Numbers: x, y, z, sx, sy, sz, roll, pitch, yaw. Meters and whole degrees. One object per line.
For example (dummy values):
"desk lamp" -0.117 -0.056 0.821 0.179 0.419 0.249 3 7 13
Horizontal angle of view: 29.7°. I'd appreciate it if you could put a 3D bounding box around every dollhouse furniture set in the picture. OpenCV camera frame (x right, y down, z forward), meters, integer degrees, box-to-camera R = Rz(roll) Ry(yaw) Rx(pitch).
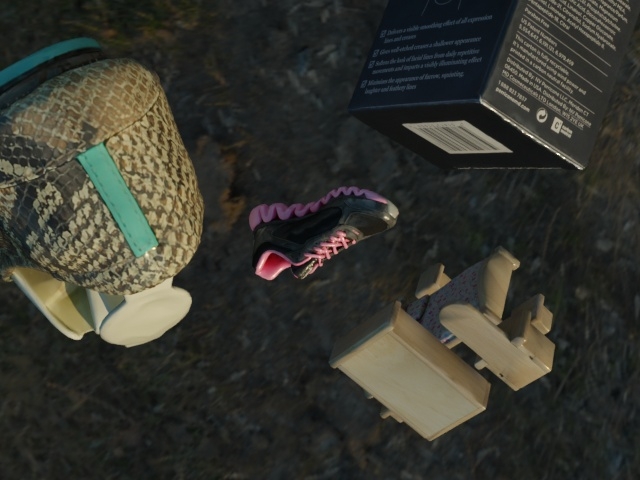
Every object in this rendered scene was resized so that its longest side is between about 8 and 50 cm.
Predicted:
"dollhouse furniture set" 0.161 0.060 1.595 0.174 0.355 0.303 40 130 -16

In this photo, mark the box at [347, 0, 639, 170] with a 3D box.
"box" 0.257 -0.314 1.670 0.293 0.212 0.395 6 72 57

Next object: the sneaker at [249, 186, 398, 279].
"sneaker" 0.000 0.000 0.821 0.119 0.047 0.057 -12 54 35

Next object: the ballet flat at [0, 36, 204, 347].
"ballet flat" -0.168 -0.008 0.838 0.164 0.483 0.182 -31 97 -14
